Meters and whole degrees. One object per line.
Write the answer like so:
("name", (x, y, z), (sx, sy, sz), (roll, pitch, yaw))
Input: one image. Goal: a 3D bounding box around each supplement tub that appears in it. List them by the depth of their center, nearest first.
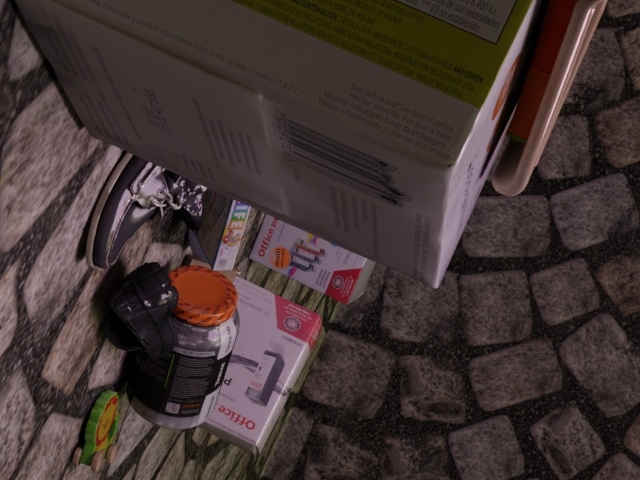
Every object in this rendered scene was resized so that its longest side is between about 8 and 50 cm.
("supplement tub", (-0.167, 0.131, 1.794), (0.117, 0.117, 0.190), (-55, 168, -52))

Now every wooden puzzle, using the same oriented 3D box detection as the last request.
("wooden puzzle", (0.194, -0.177, 1.086), (0.239, 0.044, 0.221), (109, 8, -54))

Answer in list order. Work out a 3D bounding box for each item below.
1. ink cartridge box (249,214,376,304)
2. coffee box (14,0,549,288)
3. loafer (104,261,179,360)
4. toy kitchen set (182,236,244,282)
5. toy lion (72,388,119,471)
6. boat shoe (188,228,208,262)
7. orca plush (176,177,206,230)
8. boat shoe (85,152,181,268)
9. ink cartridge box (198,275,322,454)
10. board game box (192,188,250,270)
("ink cartridge box", (0.000, 0.000, 2.281), (0.128, 0.176, 0.127), (-68, 169, 12))
("coffee box", (0.011, -0.212, 1.134), (0.337, 0.338, 0.334), (84, 30, -75))
("loafer", (-0.205, 0.089, 1.624), (0.078, 0.076, 0.223), (-30, 166, -17))
("toy kitchen set", (-0.146, 0.014, 1.891), (0.068, 0.075, 0.083), (-65, -148, 17))
("toy lion", (-0.265, 0.227, 1.770), (0.100, 0.034, 0.096), (6, 101, -82))
("boat shoe", (-0.107, -0.060, 1.792), (0.083, 0.065, 0.183), (-51, 163, -55))
("orca plush", (-0.086, -0.134, 1.605), (0.102, 0.151, 0.287), (-14, -133, 59))
("boat shoe", (-0.164, -0.058, 1.436), (0.206, 0.065, 0.075), (-63, 172, -13))
("ink cartridge box", (-0.114, 0.181, 2.135), (0.092, 0.158, 0.218), (90, 26, -75))
("board game box", (-0.113, -0.057, 1.684), (0.103, 0.026, 0.154), (59, -39, 42))
